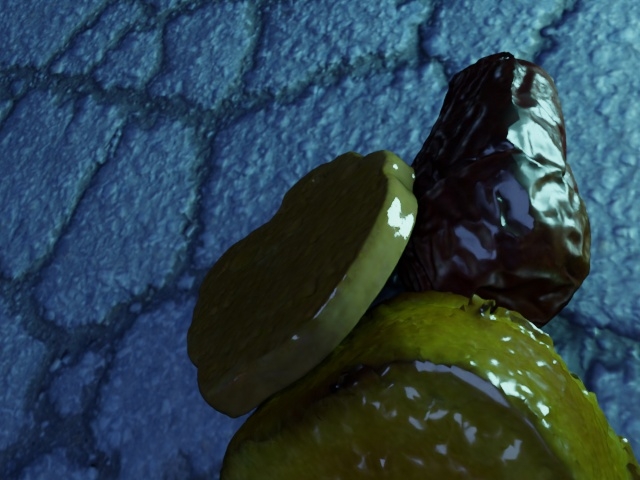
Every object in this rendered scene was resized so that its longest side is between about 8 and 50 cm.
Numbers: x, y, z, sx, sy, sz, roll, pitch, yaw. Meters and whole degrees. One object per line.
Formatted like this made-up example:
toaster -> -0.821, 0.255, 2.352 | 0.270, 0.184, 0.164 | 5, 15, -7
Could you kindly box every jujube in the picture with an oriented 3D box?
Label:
jujube -> 0.195, -0.060, 0.656 | 0.216, 0.216, 0.342 | -1, 58, 18

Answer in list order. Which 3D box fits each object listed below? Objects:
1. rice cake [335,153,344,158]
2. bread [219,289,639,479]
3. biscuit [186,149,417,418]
rice cake -> -0.001, 0.000, 0.767 | 0.049, 0.055, 0.270 | 11, 66, 30
bread -> 0.073, 0.227, 0.503 | 0.358, 0.204, 0.337 | -39, 72, 22
biscuit -> -0.028, 0.027, 0.632 | 0.312, 0.057, 0.351 | -49, 21, -8
